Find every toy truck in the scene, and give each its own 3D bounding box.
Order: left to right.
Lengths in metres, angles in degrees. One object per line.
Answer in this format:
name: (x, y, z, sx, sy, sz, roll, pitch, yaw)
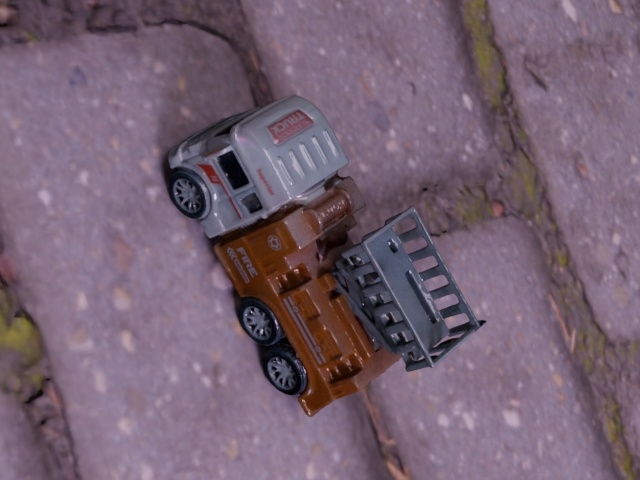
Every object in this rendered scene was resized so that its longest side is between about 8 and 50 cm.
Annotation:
toy truck: (-0.001, 0.000, 0.876, 0.080, 0.115, 0.178, -35, 97, -42)
